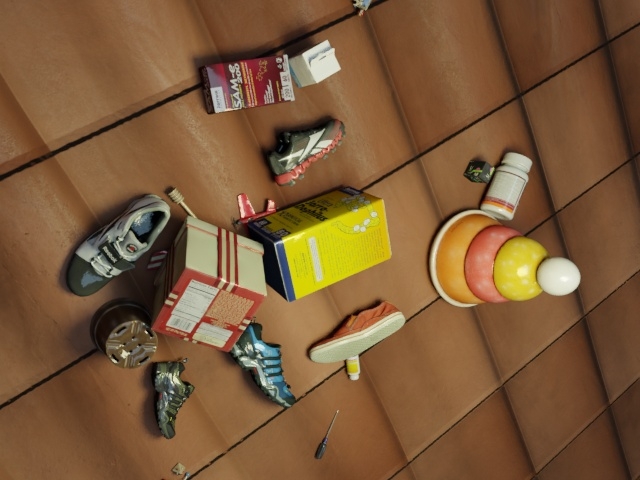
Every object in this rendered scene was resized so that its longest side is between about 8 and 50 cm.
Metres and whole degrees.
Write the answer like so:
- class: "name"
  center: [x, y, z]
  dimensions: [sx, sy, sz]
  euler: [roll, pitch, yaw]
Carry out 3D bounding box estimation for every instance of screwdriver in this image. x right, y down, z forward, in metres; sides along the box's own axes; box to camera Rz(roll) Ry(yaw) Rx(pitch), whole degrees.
- class: "screwdriver"
  center: [0.027, 0.646, 1.904]
  dimensions: [0.169, 0.024, 0.025]
  euler: [-64, 148, -12]

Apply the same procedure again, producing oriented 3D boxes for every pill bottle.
- class: "pill bottle"
  center: [0.666, -0.193, 2.038]
  dimensions: [0.121, 0.121, 0.221]
  euler: [25, 86, -28]
- class: "pill bottle"
  center: [0.108, 0.417, 1.892]
  dimensions: [0.044, 0.043, 0.083]
  euler: [-13, 103, -25]

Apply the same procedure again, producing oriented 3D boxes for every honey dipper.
- class: "honey dipper"
  center: [-0.360, -0.079, 1.581]
  dimensions: [0.030, 0.030, 0.160]
  euler: [-46, 118, -14]

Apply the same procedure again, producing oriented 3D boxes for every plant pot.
- class: "plant pot"
  center: [-0.503, 0.248, 1.481]
  dimensions: [0.167, 0.165, 0.166]
  euler: [-4, 100, -26]

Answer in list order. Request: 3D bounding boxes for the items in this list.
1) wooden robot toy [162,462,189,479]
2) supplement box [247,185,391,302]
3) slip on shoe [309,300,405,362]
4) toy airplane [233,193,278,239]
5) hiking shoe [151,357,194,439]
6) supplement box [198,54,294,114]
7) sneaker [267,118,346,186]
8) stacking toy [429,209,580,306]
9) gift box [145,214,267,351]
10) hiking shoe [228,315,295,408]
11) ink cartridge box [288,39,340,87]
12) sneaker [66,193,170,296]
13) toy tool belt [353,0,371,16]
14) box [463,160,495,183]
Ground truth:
- class: "wooden robot toy"
  center: [-0.426, 0.740, 1.648]
  dimensions: [0.076, 0.079, 0.173]
  euler: [23, 87, -28]
- class: "supplement box"
  center: [0.000, 0.000, 1.670]
  dimensions: [0.357, 0.194, 0.195]
  euler: [-22, 117, -23]
- class: "slip on shoe"
  center: [0.111, 0.298, 1.851]
  dimensions: [0.332, 0.101, 0.123]
  euler: [-26, 144, -10]
- class: "toy airplane"
  center: [-0.185, -0.069, 1.671]
  dimensions: [0.151, 0.028, 0.151]
  euler: [-6, 102, -27]
- class: "hiking shoe"
  center: [-0.408, 0.447, 1.606]
  dimensions: [0.114, 0.086, 0.226]
  euler: [-6, 100, -23]
- class: "supplement box"
  center: [-0.201, -0.432, 1.580]
  dimensions: [0.240, 0.073, 0.130]
  euler: [-16, 106, -23]
- class: "sneaker"
  center: [-0.045, -0.284, 1.669]
  dimensions: [0.276, 0.098, 0.135]
  euler: [-41, 116, -14]
- class: "stacking toy"
  center: [0.620, 0.093, 1.857]
  dimensions: [0.351, 0.480, 0.350]
  euler: [-5, 100, -26]
- class: "gift box"
  center: [-0.312, 0.115, 1.501]
  dimensions: [0.255, 0.258, 0.276]
  euler: [27, 117, -26]
- class: "hiking shoe"
  center: [-0.149, 0.379, 1.713]
  dimensions: [0.132, 0.113, 0.304]
  euler: [-42, 114, -15]
- class: "ink cartridge box"
  center: [-0.020, -0.501, 1.621]
  dimensions: [0.092, 0.143, 0.089]
  euler: [-36, 112, -18]
- class: "sneaker"
  center: [-0.513, 0.014, 1.452]
  dimensions: [0.330, 0.146, 0.122]
  euler: [-50, 118, -10]
- class: "toy tool belt"
  center: [0.121, -0.719, 1.719]
  dimensions: [0.051, 0.052, 0.083]
  euler: [27, 81, 3]
- class: "box"
  center: [0.554, -0.239, 1.994]
  dimensions: [0.052, 0.083, 0.062]
  euler: [30, 84, -28]
